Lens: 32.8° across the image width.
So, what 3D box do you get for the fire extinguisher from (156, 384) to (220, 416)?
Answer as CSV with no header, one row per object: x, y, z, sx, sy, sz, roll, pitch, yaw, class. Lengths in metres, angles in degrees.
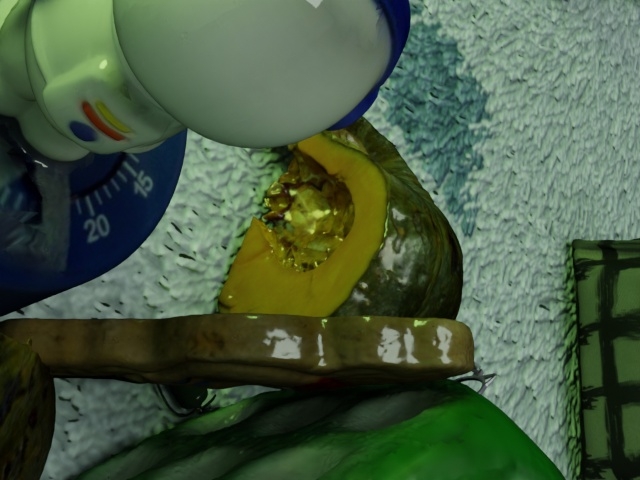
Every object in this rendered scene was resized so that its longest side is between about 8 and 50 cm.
-0.109,0.106,0.836,0.038,0.025,0.083,-35,112,-20,fire extinguisher

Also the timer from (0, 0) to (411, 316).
-0.118,-0.097,0.588,0.270,0.384,0.270,11,76,-48,timer

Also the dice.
-0.008,0.266,0.723,0.287,0.297,0.300,-15,96,-45,dice

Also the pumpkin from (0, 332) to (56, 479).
-0.238,0.118,0.576,0.312,0.169,0.148,16,70,-46,pumpkin

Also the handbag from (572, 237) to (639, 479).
0.449,0.141,1.237,0.163,0.327,0.325,11,74,-43,handbag

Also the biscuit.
-0.061,0.075,0.721,0.320,0.183,0.047,4,77,-9,biscuit

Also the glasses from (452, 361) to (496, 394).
0.105,0.124,1.049,0.140,0.063,0.103,-37,110,-46,glasses

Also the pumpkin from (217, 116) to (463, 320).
0.001,0.001,0.936,0.139,0.190,0.280,33,17,-40,pumpkin
